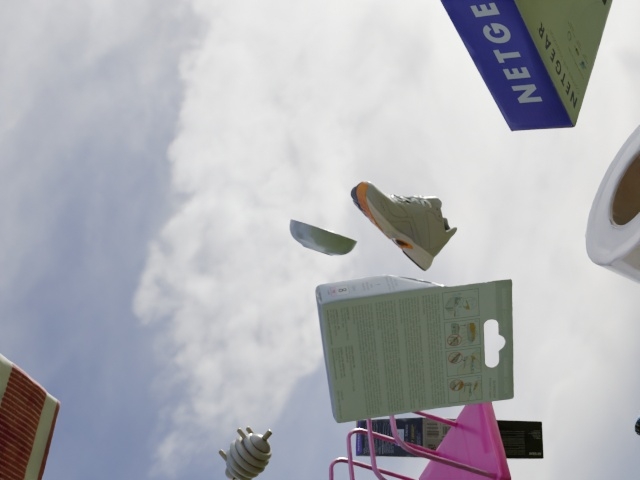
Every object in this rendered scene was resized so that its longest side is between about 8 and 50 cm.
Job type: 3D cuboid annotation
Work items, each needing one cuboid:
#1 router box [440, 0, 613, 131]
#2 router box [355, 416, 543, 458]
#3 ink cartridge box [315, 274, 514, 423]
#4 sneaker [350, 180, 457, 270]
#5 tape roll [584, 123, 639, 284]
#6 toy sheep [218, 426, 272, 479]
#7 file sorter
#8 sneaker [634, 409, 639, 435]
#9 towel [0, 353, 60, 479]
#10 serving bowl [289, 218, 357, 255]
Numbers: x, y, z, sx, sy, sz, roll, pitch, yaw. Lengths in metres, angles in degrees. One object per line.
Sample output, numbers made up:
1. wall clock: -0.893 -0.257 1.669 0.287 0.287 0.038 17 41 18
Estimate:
1. router box: 0.226 -0.341 1.036 0.335 0.082 0.301 49 -127 -41
2. router box: 0.263 0.410 1.939 0.308 0.243 0.081 8 -105 -28
3. ink cartridge box: 0.119 0.129 1.172 0.232 0.066 0.189 -10 -61 -5
4. sneaker: 0.159 -0.055 1.749 0.121 0.099 0.262 -46 -45 4
5. tape roll: 0.533 -0.069 1.468 0.286 0.100 0.286 -156 90 -83
6. toy sheep: -0.138 0.409 1.797 0.091 0.091 0.132 13 -60 -52
7. file sorter: 0.125 0.365 1.421 0.182 0.202 0.291 20 -62 -12
8. sneaker: 0.641 0.301 1.777 0.083 0.071 0.191 -66 -21 -46
9. towel: -0.470 0.233 1.217 0.329 0.037 0.237 56 -151 -44
10. serving bowl: 0.000 0.000 1.100 0.083 0.083 0.027 20 -91 -52
